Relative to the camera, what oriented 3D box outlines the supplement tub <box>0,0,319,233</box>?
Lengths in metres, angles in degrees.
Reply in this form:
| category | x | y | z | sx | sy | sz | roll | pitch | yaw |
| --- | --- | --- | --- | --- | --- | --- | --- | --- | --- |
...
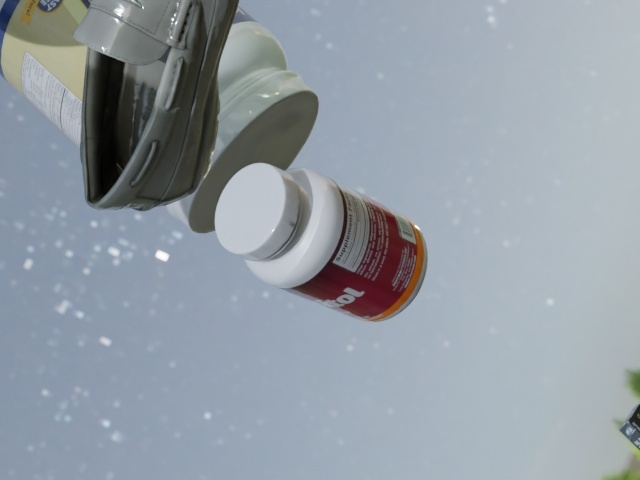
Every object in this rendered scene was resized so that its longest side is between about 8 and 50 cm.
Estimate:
| category | x | y | z | sx | sy | sz | roll | pitch | yaw |
| --- | --- | --- | --- | --- | --- | --- | --- | --- | --- |
| supplement tub | -0.179 | -0.180 | 1.546 | 0.228 | 0.316 | 0.228 | -44 | -16 | -16 |

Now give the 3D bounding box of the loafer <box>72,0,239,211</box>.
| category | x | y | z | sx | sy | sz | roll | pitch | yaw |
| --- | --- | --- | --- | --- | --- | --- | --- | --- | --- |
| loafer | -0.132 | -0.168 | 1.131 | 0.111 | 0.112 | 0.319 | -23 | -53 | -46 |

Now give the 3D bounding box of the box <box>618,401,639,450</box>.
| category | x | y | z | sx | sy | sz | roll | pitch | yaw |
| --- | --- | --- | --- | --- | --- | --- | --- | --- | --- |
| box | 0.400 | 0.237 | 1.745 | 0.018 | 0.083 | 0.067 | -49 | -9 | 32 |

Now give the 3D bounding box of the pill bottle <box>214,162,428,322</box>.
| category | x | y | z | sx | sy | sz | roll | pitch | yaw |
| --- | --- | --- | --- | --- | --- | --- | --- | --- | --- |
| pill bottle | 0.000 | 0.000 | 1.026 | 0.152 | 0.086 | 0.086 | 24 | -90 | -45 |
